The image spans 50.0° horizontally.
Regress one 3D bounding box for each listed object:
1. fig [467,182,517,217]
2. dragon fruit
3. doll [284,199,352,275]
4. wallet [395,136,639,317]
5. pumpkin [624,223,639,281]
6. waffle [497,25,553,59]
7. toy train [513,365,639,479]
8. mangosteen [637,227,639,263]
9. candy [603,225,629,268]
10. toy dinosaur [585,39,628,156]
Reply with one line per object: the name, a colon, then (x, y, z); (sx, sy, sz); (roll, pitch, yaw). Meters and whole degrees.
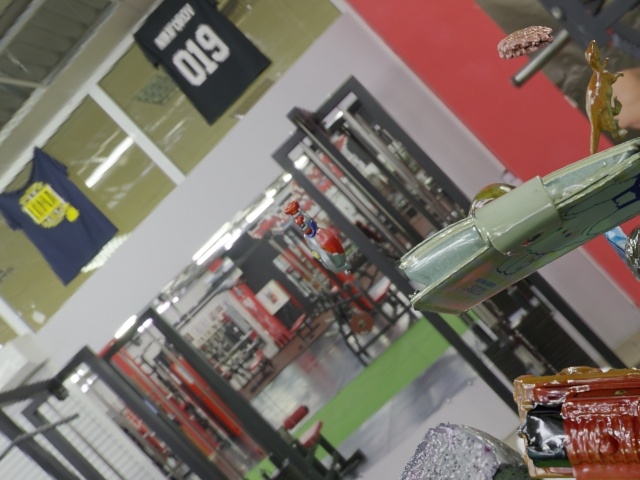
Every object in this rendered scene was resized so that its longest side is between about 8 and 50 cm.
fig: (0.328, -0.035, 1.241); (0.144, 0.154, 0.165); (-25, 29, 25)
dragon fruit: (0.312, 0.526, 1.434); (0.283, 0.204, 0.221); (-58, 33, 7)
doll: (-0.001, 0.001, 1.411); (0.062, 0.194, 0.104); (-42, 14, -3)
wallet: (0.260, -0.010, 0.833); (0.310, 0.077, 0.223); (-33, -27, 21)
pumpkin: (0.734, 0.008, 1.401); (0.224, 0.157, 0.223); (-15, -21, -6)
waffle: (0.285, -0.276, 0.955); (0.075, 0.029, 0.083); (-18, 21, 17)
toy train: (0.453, 0.262, 0.965); (0.369, 0.163, 0.232); (-11, -6, 29)
mangosteen: (0.609, 0.002, 0.954); (0.307, 0.307, 0.347); (-44, -10, 22)
candy: (0.678, -0.005, 1.581); (0.038, 0.136, 0.088); (-23, -26, 7)
toy dinosaur: (0.383, -0.181, 0.960); (0.039, 0.126, 0.162); (7, 64, 54)
